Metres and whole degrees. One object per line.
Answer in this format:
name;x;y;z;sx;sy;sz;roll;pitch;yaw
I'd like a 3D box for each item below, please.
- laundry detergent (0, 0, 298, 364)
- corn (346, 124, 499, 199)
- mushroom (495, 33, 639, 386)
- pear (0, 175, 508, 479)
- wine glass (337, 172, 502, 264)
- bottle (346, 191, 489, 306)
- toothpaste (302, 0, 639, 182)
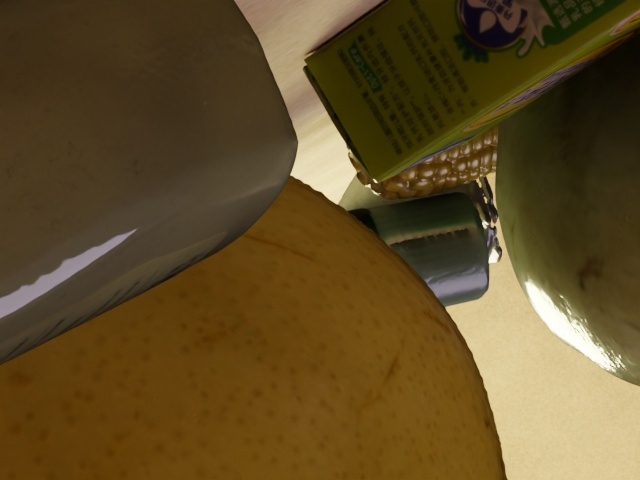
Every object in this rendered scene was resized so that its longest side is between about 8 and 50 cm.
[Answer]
laundry detergent;-0.138;0.012;0.500;0.253;0.091;0.181;-30;-177;-33
corn;0.155;-0.112;1.357;0.305;0.106;0.106;-29;177;-25
mushroom;0.261;-0.069;1.088;0.352;0.260;0.352;-25;-137;26
pear;-0.079;0.125;0.894;0.348;0.348;0.348;-31;178;-1
wine glass;0.000;0.000;1.425;0.232;0.156;0.156;-25;176;-16
bottle;-0.028;0.030;1.306;0.286;0.082;0.082;-11;173;-13
toothpaste;0.147;-0.143;0.935;0.327;0.077;0.110;-33;178;31
